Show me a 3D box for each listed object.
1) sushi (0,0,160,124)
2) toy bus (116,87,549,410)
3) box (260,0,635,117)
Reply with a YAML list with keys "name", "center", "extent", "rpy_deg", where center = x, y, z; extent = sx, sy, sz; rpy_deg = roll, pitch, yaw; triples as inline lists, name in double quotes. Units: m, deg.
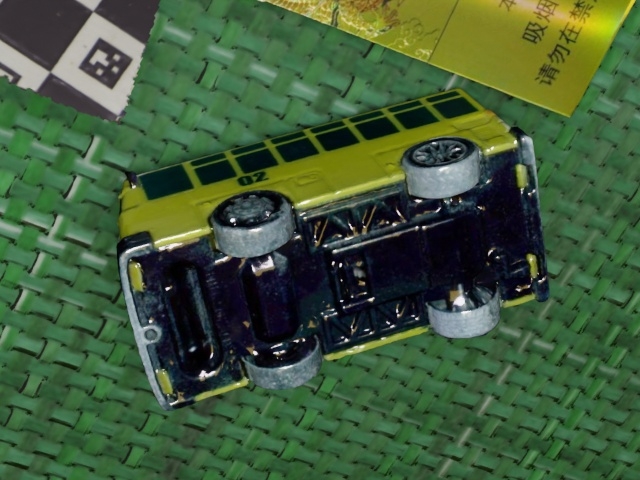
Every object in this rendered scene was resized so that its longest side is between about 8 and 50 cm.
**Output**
- name: "sushi"
  center: [-0.218, -0.189, 0.720]
  extent: [0.280, 0.043, 0.192]
  rpy_deg: [18, 75, -9]
- name: "toy bus"
  center: [0.000, 0.000, 0.843]
  extent: [0.262, 0.150, 0.128]
  rpy_deg: [-16, 117, -9]
- name: "box"
  center: [0.060, -0.205, 0.811]
  extent: [0.311, 0.043, 0.173]
  rpy_deg: [19, 112, -18]
